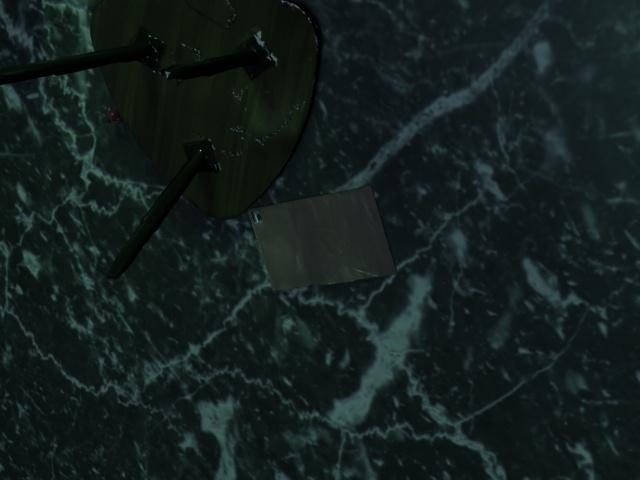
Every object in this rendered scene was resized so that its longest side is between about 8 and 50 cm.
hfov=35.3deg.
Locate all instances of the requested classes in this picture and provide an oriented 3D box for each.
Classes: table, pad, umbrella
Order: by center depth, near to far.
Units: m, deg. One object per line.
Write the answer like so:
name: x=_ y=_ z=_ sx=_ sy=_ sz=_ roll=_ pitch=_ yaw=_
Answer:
table: x=-0.208 y=-0.148 z=1.132 sx=0.317 sy=0.249 sz=0.317 roll=11 pitch=118 yaw=22
pad: x=0.000 y=0.000 z=1.233 sx=0.187 sy=0.006 sz=0.113 roll=-10 pitch=102 yaw=35
umbrella: x=-0.238 y=-0.207 z=1.295 sx=0.027 sy=0.025 sz=0.165 roll=37 pitch=130 yaw=-7
